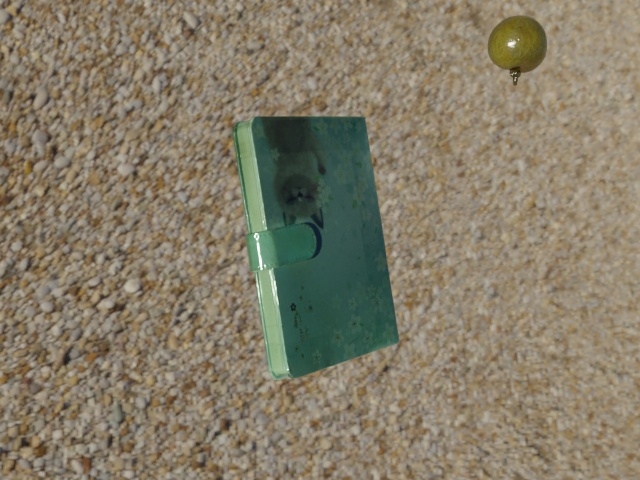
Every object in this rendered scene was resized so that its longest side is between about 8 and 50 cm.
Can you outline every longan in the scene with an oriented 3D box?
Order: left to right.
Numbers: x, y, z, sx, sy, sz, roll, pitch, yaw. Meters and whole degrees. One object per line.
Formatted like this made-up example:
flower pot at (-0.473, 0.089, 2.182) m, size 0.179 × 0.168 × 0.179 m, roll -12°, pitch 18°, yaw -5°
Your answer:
longan at (0.238, -0.230, 1.018) m, size 0.075 × 0.075 × 0.083 m, roll 0°, pitch 97°, yaw -35°

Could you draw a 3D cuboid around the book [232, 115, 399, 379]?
book at (0.000, 0.000, 0.454) m, size 0.103 × 0.017 × 0.135 m, roll -9°, pitch 91°, yaw -49°
